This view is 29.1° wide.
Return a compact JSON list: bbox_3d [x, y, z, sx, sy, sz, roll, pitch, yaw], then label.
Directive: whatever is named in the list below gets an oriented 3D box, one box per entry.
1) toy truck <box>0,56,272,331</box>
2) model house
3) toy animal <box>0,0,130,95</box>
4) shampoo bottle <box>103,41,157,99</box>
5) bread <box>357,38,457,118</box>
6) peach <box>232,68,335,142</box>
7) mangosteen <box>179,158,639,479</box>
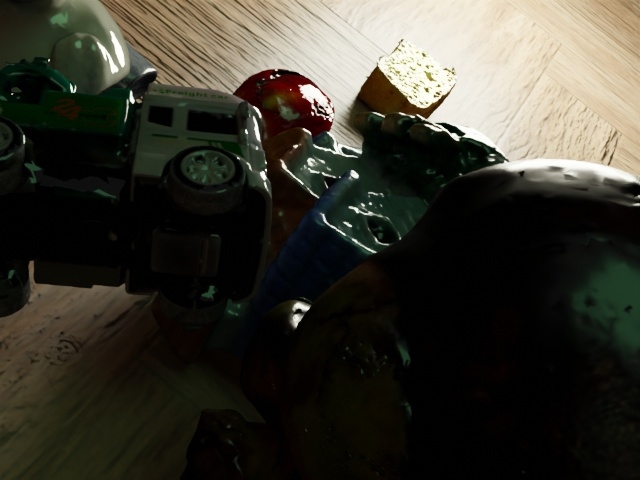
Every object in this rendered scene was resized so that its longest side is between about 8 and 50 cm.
[{"bbox_3d":[-0.218,-0.051,0.986,0.363,0.176,0.178,7,44,-3],"label":"toy truck"},{"bbox_3d":[0.000,0.000,1.169,0.329,0.252,0.295,6,44,-30],"label":"model house"},{"bbox_3d":[-0.327,-0.266,1.116,0.368,0.196,0.241,60,6,-23],"label":"toy animal"},{"bbox_3d":[-0.284,-0.241,1.352,0.233,0.049,0.087,41,26,6],"label":"shampoo bottle"},{"bbox_3d":[0.121,-0.212,1.687,0.103,0.065,0.187,37,34,2],"label":"bread"},{"bbox_3d":[-0.039,-0.144,1.427,0.127,0.092,0.172,39,35,7],"label":"peach"},{"bbox_3d":[0.138,0.149,0.901,0.381,0.421,0.381,54,4,-5],"label":"mangosteen"}]
